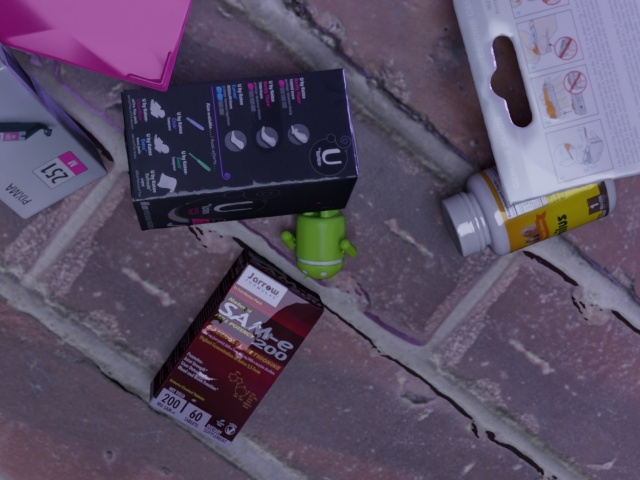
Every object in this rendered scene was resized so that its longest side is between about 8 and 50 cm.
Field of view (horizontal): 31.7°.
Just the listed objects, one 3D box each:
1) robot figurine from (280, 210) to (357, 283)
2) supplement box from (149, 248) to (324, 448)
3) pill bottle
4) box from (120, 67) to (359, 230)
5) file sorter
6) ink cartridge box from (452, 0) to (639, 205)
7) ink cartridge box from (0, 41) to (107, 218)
[{"bbox_3d":[0.000,0.000,1.506,0.101,0.067,0.115,7,106,20],"label":"robot figurine"},{"bbox_3d":[-0.115,0.147,1.532,0.130,0.073,0.239,32,99,-14],"label":"supplement box"},{"bbox_3d":[0.275,-0.054,1.501,0.215,0.117,0.117,-21,108,-1],"label":"pill bottle"},{"bbox_3d":[-0.100,-0.108,1.391,0.270,0.165,0.143,-7,79,-5],"label":"box"},{"bbox_3d":[-0.292,-0.324,1.314,0.291,0.182,0.202,15,105,-11],"label":"file sorter"},{"bbox_3d":[0.379,-0.234,1.437,0.385,0.091,0.308,-15,90,-1],"label":"ink cartridge box"},{"bbox_3d":[-0.418,-0.100,1.337,0.239,0.275,0.060,-30,64,2],"label":"ink cartridge box"}]
